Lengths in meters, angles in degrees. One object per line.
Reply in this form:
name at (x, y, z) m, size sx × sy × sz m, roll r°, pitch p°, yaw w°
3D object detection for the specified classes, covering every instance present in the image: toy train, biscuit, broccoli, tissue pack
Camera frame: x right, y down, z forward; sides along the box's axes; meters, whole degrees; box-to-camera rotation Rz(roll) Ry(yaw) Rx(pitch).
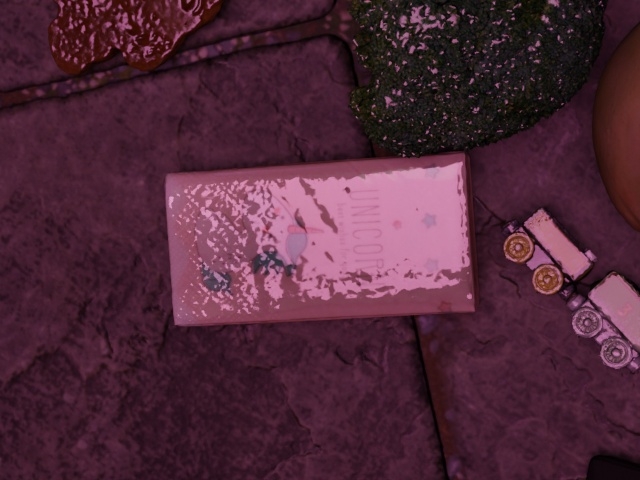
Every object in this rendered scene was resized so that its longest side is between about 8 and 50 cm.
toy train at (0.269, 0.046, 1.613) m, size 0.081 × 0.060 × 0.202 m, roll -43°, pitch 86°, yaw 6°
biscuit at (-0.191, -0.299, 1.684) m, size 0.208 × 0.041 × 0.290 m, roll 40°, pitch 103°, yaw 8°
broccoli at (0.135, -0.227, 1.526) m, size 0.308 × 0.308 × 0.275 m, roll -46°, pitch 61°, yaw 13°
tissue pack at (0.000, 0.000, 1.660) m, size 0.325 × 0.071 × 0.170 m, roll -4°, pitch 93°, yaw 12°

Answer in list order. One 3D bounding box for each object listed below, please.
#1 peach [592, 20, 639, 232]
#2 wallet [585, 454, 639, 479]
peach at (0.402, -0.098, 1.479) m, size 0.292 × 0.247 × 0.292 m, roll -3°, pitch 117°, yaw -6°
wallet at (0.323, 0.354, 1.621) m, size 0.149 × 0.044 × 0.250 m, roll 11°, pitch 96°, yaw 35°
